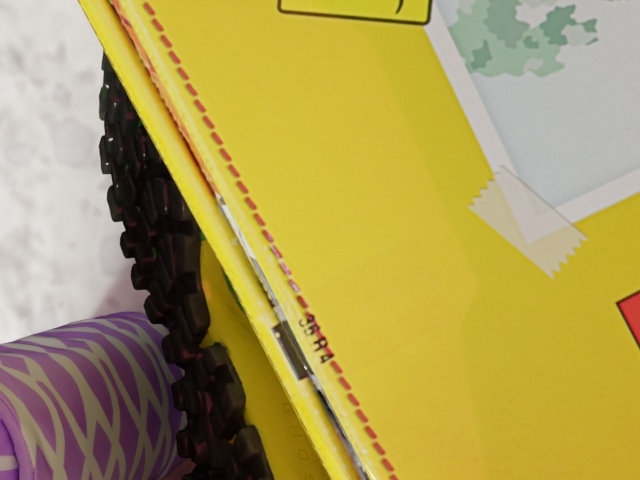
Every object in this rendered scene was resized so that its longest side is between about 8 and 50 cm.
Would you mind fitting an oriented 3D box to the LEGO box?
[{"bbox_3d":[0.094,-0.170,0.512,0.372,0.193,0.500,-27,89,4],"label":"LEGO box"}]

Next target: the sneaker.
[{"bbox_3d":[0.000,0.000,0.694,0.134,0.146,0.344,151,106,-68],"label":"sneaker"}]

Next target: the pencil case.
[{"bbox_3d":[-0.116,0.080,0.699,0.088,0.206,0.086,-16,88,18],"label":"pencil case"}]
